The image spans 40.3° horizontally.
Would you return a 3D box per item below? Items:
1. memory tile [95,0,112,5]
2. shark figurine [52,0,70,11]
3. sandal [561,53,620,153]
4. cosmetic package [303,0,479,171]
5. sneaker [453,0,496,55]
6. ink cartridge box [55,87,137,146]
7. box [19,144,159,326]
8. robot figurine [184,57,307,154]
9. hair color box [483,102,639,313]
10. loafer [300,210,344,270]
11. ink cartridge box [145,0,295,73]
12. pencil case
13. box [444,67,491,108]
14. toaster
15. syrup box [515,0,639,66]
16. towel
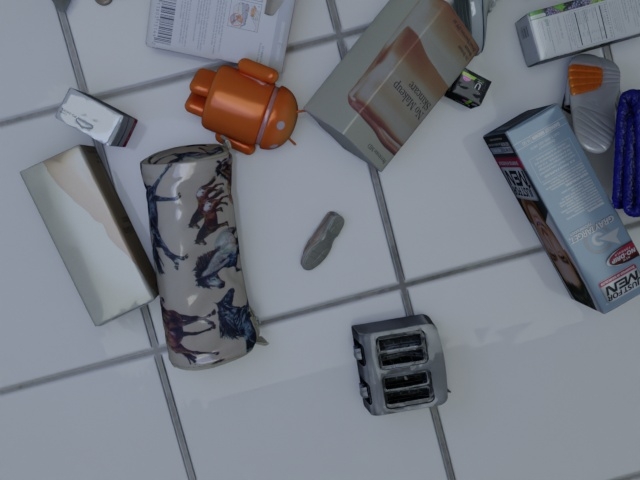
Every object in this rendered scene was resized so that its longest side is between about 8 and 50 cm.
[{"bbox_3d":[-0.372,-0.516,1.643,0.148,0.012,0.113,-20,95,0],"label":"memory tile"},{"bbox_3d":[-0.556,-0.561,1.584,0.278,0.116,0.166,29,91,-6],"label":"shark figurine"},{"bbox_3d":[0.498,-0.247,1.636,0.102,0.076,0.265,16,54,2],"label":"sandal"},{"bbox_3d":[0.131,-0.295,1.591,0.296,0.129,0.153,-52,138,1],"label":"cosmetic package"},{"bbox_3d":[0.305,-0.477,1.635,0.091,0.094,0.258,-4,99,-11],"label":"sneaker"},{"bbox_3d":[-0.406,-0.222,1.594,0.109,0.150,0.063,28,93,-4],"label":"ink cartridge box"},{"bbox_3d":[-0.418,-0.011,1.615,0.121,0.148,0.311,-25,97,-1],"label":"box"},{"bbox_3d":[-0.136,-0.246,1.615,0.219,0.128,0.158,20,89,-5],"label":"robot figurine"},{"bbox_3d":[0.456,-0.061,1.626,0.113,0.185,0.374,-30,95,1],"label":"hair color box"},{"bbox_3d":[0.000,0.000,1.691,0.045,0.039,0.125,31,97,-37],"label":"loafer"},{"bbox_3d":[-0.168,-0.475,1.583,0.261,0.066,0.296,12,113,-2],"label":"ink cartridge box"},{"bbox_3d":[-0.215,0.021,1.596,0.183,0.160,0.410,-13,103,-29],"label":"pencil case"},{"bbox_3d":[0.279,-0.287,1.652,0.062,0.083,0.052,25,93,-4],"label":"box"},{"bbox_3d":[0.158,0.238,1.676,0.185,0.110,0.168,-9,96,-2],"label":"toaster"},{"bbox_3d":[0.502,-0.408,1.648,0.236,0.093,0.096,-17,95,-1],"label":"syrup box"},{"bbox_3d":[0.622,-0.155,1.599,0.308,0.076,0.228,-3,91,-47],"label":"towel"}]
